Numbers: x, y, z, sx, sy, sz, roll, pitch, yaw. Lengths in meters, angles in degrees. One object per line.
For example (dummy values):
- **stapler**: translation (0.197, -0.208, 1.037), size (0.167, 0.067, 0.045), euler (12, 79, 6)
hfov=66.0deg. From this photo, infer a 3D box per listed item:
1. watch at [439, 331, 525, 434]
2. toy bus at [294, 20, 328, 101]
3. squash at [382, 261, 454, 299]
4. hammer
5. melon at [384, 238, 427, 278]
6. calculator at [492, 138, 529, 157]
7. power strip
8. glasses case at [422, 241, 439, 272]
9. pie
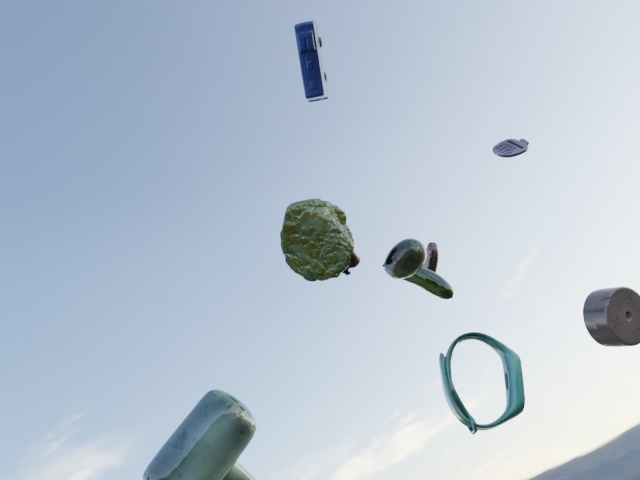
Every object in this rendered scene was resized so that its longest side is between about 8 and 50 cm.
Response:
- **watch**: translation (0.388, 0.341, 1.188), size (0.194, 0.237, 0.068), euler (1, -27, 6)
- **toy bus**: translation (-0.018, -0.358, 0.984), size (0.051, 0.153, 0.061), euler (-8, 9, 8)
- **squash**: translation (0.320, 0.117, 1.597), size (0.069, 0.258, 0.069), euler (-34, -42, -38)
- **hammer**: translation (-0.170, 0.437, 0.919), size (0.206, 0.118, 0.336), euler (-49, -44, -27)
- **melon**: translation (0.239, 0.056, 1.406), size (0.099, 0.099, 0.162), euler (-6, -26, -25)
- **calculator**: translation (0.739, -0.358, 1.907), size (0.165, 0.103, 0.024), euler (-22, -48, -22)
- **power strip**: translation (0.755, 0.196, 1.258), size (0.154, 0.154, 0.078), euler (-9, -9, -22)
- **glasses case**: translation (0.436, 0.093, 1.937), size (0.049, 0.073, 0.195), euler (-1, -46, -1)
- **pie**: translation (-0.009, -0.001, 1.602), size (0.256, 0.275, 0.105), euler (-14, -4, -23)
